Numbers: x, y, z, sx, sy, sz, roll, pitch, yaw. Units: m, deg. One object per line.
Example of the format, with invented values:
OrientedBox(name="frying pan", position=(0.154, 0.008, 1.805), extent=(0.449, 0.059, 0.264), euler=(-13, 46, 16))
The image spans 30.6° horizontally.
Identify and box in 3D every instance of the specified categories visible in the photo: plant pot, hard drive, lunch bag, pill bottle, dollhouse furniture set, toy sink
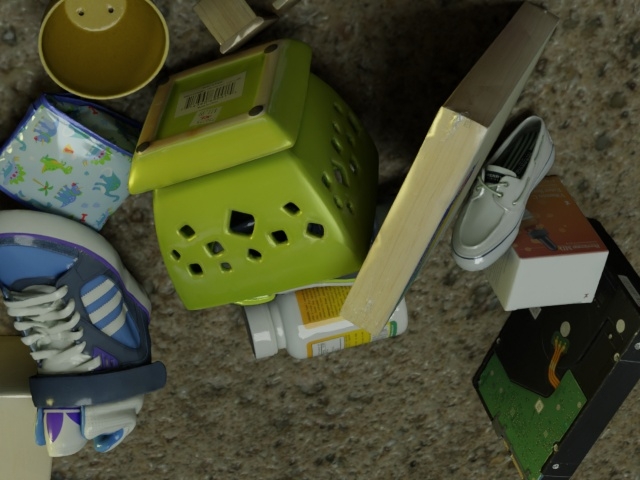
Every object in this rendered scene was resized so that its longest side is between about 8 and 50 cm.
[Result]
OrientedBox(name="plant pot", position=(-0.079, -0.085, 1.312), extent=(0.228, 0.227, 0.207), euler=(-15, 127, 19))
OrientedBox(name="plant pot", position=(-0.235, -0.232, 1.243), extent=(0.134, 0.095, 0.134), euler=(-9, 131, -11))
OrientedBox(name="hard drive", position=(0.351, 0.168, 1.679), extent=(0.064, 0.237, 0.339), euler=(9, 124, -25))
OrientedBox(name="lunch bag", position=(-0.289, -0.094, 1.339), extent=(0.151, 0.096, 0.129), euler=(21, 120, -43))
OrientedBox(name="pill bottle", position=(0.003, 0.094, 1.579), extent=(0.208, 0.117, 0.118), euler=(-14, 131, -8))
OrientedBox(name="dollhouse furniture set", position=(-0.085, -0.310, 1.276), extent=(0.144, 0.123, 0.151), euler=(-36, 95, 12))
OrientedBox(name="toy sink", position=(-0.437, 0.251, 1.553), extent=(0.152, 0.131, 0.234), euler=(0, 123, -19))

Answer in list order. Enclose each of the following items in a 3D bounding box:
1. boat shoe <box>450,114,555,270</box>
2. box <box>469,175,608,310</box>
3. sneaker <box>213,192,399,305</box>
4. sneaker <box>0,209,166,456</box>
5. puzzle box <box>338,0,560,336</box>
OrientedBox(name="boat shoe", position=(0.225, -0.067, 1.491), extent=(0.226, 0.083, 0.076), euler=(-58, 145, -27))
OrientedBox(name="box", position=(0.282, 0.001, 1.561), extent=(0.130, 0.170, 0.091), euler=(-5, 129, -16))
OrientedBox(name="sneaker", position=(0.000, 0.000, 1.484), extent=(0.300, 0.111, 0.121), euler=(-17, 155, -6))
OrientedBox(name="sneaker", position=(-0.302, 0.129, 1.384), extent=(0.130, 0.236, 0.323), euler=(-6, 152, 19))
OrientedBox(name="puzzle box", position=(0.155, -0.096, 1.318), extent=(0.052, 0.409, 0.272), euler=(29, 121, 6))
